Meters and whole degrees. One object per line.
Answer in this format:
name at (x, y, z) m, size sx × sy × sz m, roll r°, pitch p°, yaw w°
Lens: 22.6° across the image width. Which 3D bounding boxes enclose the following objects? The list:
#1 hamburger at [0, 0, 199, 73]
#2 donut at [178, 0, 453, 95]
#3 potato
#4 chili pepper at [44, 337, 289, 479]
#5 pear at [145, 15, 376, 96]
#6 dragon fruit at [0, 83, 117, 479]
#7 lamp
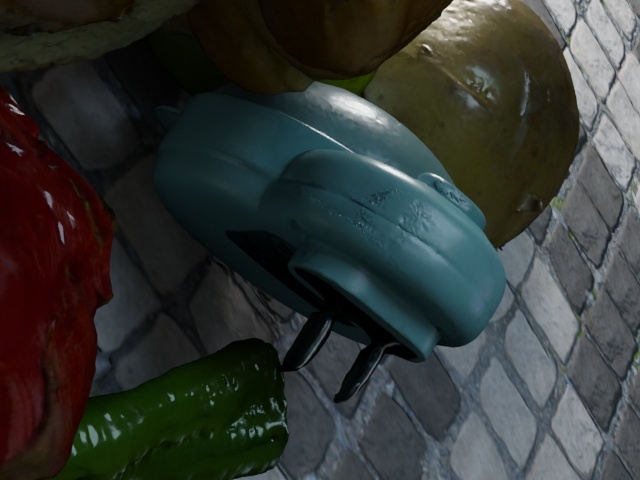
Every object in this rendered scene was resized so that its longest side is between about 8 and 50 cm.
hamburger at (-0.200, -0.202, 0.752) m, size 0.330 × 0.162 × 0.209 m, roll 8°, pitch 58°, yaw -60°
donut at (-0.035, -0.236, 0.856) m, size 0.150 × 0.299 × 0.317 m, roll -30°, pitch 113°, yaw -19°
potato at (0.154, -0.118, 1.398) m, size 0.299 × 0.116 × 0.239 m, roll -39°, pitch 107°, yaw -57°
chili pepper at (-0.143, 0.119, 0.817) m, size 0.359 × 0.076 × 0.085 m, roll -12°, pitch 107°, yaw -51°
pear at (-0.028, -0.171, 1.097) m, size 0.219 × 0.187 × 0.187 m, roll 16°, pitch 55°, yaw -69°
dragon fruit at (-0.201, 0.035, 0.608) m, size 0.241 × 0.252 × 0.241 m, roll 173°, pitch -90°, yaw -79°
lamp at (0.007, -0.010, 0.970) m, size 0.209 × 0.147 × 0.284 m, roll 37°, pitch 6°, yaw -25°
